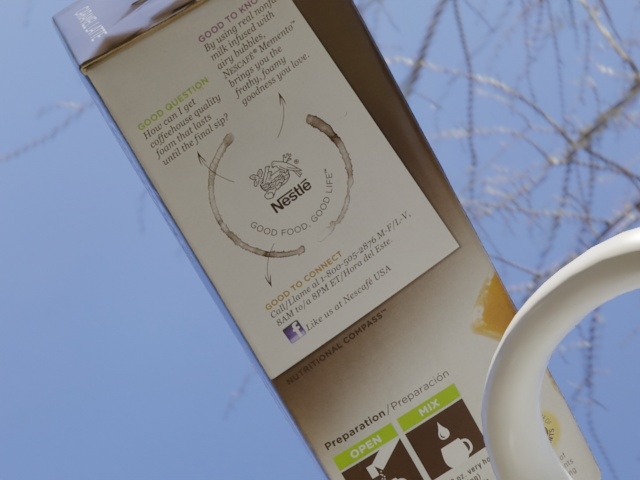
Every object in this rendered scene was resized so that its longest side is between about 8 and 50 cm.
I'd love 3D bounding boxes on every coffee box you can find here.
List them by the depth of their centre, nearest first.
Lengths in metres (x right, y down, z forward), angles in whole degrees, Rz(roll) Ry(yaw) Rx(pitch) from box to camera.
[{"bbox_3d":[0.000,0.000,0.695,0.098,0.246,0.141,-31,-160,-4],"label":"coffee box"}]

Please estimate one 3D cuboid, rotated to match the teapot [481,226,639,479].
[{"bbox_3d":[0.141,0.157,0.437,0.187,0.252,0.256,-6,-118,33],"label":"teapot"}]
